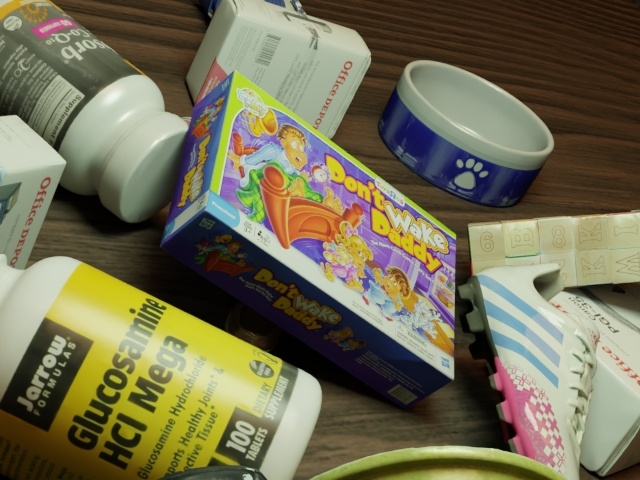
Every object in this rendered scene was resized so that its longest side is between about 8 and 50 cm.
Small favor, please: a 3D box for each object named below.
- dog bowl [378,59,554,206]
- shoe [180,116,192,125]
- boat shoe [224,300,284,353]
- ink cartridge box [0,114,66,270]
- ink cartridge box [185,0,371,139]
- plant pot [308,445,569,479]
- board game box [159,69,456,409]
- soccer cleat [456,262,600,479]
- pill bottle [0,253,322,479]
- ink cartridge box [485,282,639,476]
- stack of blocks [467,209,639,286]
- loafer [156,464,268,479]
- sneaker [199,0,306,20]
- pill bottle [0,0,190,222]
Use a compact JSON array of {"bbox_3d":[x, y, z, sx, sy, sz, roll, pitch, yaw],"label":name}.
[{"bbox_3d":[0.228,-0.170,2.135,0.265,0.104,0.265,22,28,-12],"label":"dog bowl"},{"bbox_3d":[-0.151,-0.093,1.691,0.081,0.063,0.178,0,42,-51],"label":"shoe"},{"bbox_3d":[-0.056,0.068,1.503,0.064,0.060,0.178,30,27,3],"label":"boat shoe"},{"bbox_3d":[-0.363,-0.026,1.275,0.093,0.154,0.212,40,29,22],"label":"ink cartridge box"},{"bbox_3d":[-0.060,-0.246,1.936,0.218,0.158,0.092,14,29,-26],"label":"ink cartridge box"},{"bbox_3d":[0.088,0.333,0.994,0.276,0.276,0.254,17,40,-21],"label":"plant pot"},{"bbox_3d":[0.000,0.000,1.491,0.347,0.078,0.233,35,37,-25],"label":"board game box"},{"bbox_3d":[0.251,0.154,1.480,0.143,0.116,0.331,-13,52,0],"label":"soccer cleat"},{"bbox_3d":[-0.183,0.130,1.135,0.334,0.188,0.188,26,27,-4],"label":"pill bottle"},{"bbox_3d":[0.374,0.160,1.682,0.283,0.117,0.207,-6,43,-49],"label":"ink cartridge box"},{"bbox_3d":[0.338,0.010,1.725,0.297,0.087,0.171,-5,1,7],"label":"stack of blocks"},{"bbox_3d":[-0.137,0.235,1.010,0.078,0.223,0.076,-109,175,-48],"label":"loafer"},{"bbox_3d":[-0.114,-0.339,2.085,0.182,0.127,0.315,-3,42,-49],"label":"sneaker"},{"bbox_3d":[-0.281,-0.152,1.563,0.278,0.162,0.162,38,28,18],"label":"pill bottle"}]
